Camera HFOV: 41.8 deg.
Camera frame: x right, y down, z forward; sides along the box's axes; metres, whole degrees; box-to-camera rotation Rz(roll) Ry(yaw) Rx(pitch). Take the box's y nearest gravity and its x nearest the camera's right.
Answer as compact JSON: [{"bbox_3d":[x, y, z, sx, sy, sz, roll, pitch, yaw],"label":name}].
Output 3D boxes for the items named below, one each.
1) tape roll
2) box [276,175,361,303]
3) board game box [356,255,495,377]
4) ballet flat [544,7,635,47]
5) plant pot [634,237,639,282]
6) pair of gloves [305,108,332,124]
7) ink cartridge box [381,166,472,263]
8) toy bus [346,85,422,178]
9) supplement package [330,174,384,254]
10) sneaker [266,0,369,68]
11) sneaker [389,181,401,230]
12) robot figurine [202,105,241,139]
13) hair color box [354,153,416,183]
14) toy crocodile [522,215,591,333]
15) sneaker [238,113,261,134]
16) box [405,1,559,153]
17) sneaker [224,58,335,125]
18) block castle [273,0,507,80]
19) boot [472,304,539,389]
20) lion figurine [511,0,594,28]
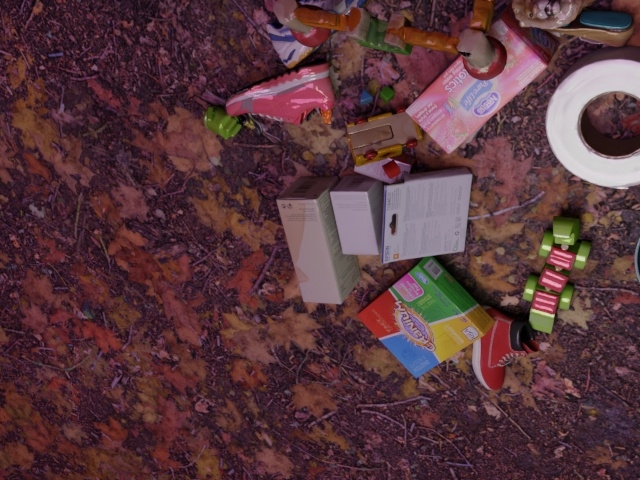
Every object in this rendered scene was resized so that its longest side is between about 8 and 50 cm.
[{"bbox_3d":[0.620,-0.255,1.745,0.286,0.100,0.286,12,124,19],"label":"tape roll"},{"bbox_3d":[0.000,0.000,2.192,0.121,0.148,0.311,1,118,28],"label":"box"},{"bbox_3d":[0.266,0.202,2.178,0.242,0.064,0.316,46,140,2],"label":"board game box"},{"bbox_3d":[0.516,-0.438,1.706,0.232,0.080,0.073,19,156,19],"label":"ballet flat"},{"bbox_3d":[0.819,0.002,1.741,0.293,0.196,0.293,13,124,20],"label":"plant pot"},{"bbox_3d":[-0.010,-0.326,2.080,0.083,0.010,0.074,13,124,21],"label":"pair of gloves"},{"bbox_3d":[0.247,-0.060,2.013,0.224,0.045,0.223,-8,123,-14],"label":"ink cartridge box"},{"bbox_3d":[0.159,-0.244,1.983,0.202,0.191,0.104,30,171,9],"label":"toy bus"},{"bbox_3d":[0.104,-0.065,2.123,0.105,0.105,0.179,1,118,26],"label":"supplement package"},{"bbox_3d":[-0.010,-0.517,1.901,0.296,0.112,0.131,-32,97,34],"label":"sneaker"},{"bbox_3d":[0.194,-0.066,2.082,0.086,0.064,0.192,3,140,43],"label":"sneaker"},{"bbox_3d":[-0.258,-0.308,2.171,0.115,0.067,0.101,31,174,36],"label":"robot figurine"},{"bbox_3d":[0.158,-0.186,2.060,0.141,0.043,0.072,21,127,15],"label":"hair color box"},{"bbox_3d":[0.554,0.086,1.986,0.115,0.105,0.340,19,126,16],"label":"toy crocodile"},{"bbox_3d":[-0.186,-0.304,2.168,0.031,0.035,0.083,-32,101,38],"label":"sneaker"},{"bbox_3d":[0.345,-0.348,1.795,0.142,0.154,0.300,44,128,-4],"label":"box"},{"bbox_3d":[-0.102,-0.334,2.047,0.314,0.116,0.136,-13,106,32],"label":"sneaker"},{"bbox_3d":[0.160,-0.503,1.626,0.453,0.213,0.303,15,96,20],"label":"block castle"},{"bbox_3d":[0.478,0.298,2.130,0.176,0.088,0.244,21,129,47],"label":"boot"},{"bbox_3d":[0.492,-0.600,1.581,0.240,0.142,0.392,7,100,29],"label":"lion figurine"}]
